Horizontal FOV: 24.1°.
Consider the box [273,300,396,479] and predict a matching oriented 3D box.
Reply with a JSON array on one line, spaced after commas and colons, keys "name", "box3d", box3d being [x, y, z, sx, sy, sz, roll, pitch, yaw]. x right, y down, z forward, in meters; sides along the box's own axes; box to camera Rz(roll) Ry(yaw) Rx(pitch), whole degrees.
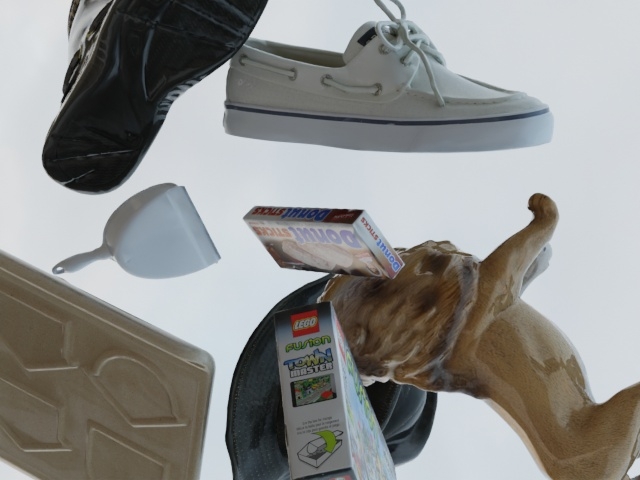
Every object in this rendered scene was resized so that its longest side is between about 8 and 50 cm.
[{"name": "box", "box3d": [0.017, 0.141, 0.912, 0.036, 0.207, 0.114, -12, -128, 7]}]

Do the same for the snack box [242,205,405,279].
[{"name": "snack box", "box3d": [0.000, 0.000, 1.312, 0.022, 0.064, 0.178, -47, -155, -23]}]

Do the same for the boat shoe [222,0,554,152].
[{"name": "boat shoe", "box3d": [0.065, -0.176, 1.543, 0.367, 0.136, 0.156, 7, -77, 31]}]

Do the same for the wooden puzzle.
[{"name": "wooden puzzle", "box3d": [-0.258, 0.173, 1.701, 0.322, 0.080, 0.348, 25, -48, 20]}]

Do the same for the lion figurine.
[{"name": "lion figurine", "box3d": [0.190, 0.122, 1.352, 0.392, 0.142, 0.240, 40, -111, 14]}]

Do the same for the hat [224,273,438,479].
[{"name": "hat", "box3d": [0.046, 0.184, 1.647, 0.134, 0.331, 0.331, 19, -89, 34]}]

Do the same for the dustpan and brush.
[{"name": "dustpan and brush", "box3d": [-0.257, 0.009, 1.991, 0.211, 0.147, 0.060, -26, -143, -3]}]

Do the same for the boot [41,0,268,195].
[{"name": "boot", "box3d": [-0.181, -0.260, 1.659, 0.377, 0.138, 0.284, -53, -156, 28]}]
